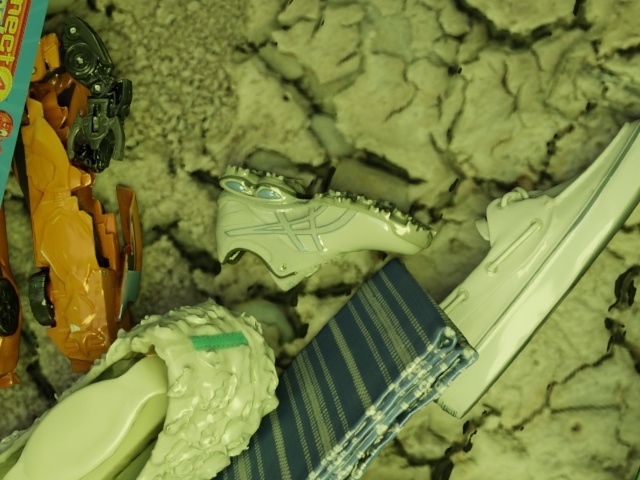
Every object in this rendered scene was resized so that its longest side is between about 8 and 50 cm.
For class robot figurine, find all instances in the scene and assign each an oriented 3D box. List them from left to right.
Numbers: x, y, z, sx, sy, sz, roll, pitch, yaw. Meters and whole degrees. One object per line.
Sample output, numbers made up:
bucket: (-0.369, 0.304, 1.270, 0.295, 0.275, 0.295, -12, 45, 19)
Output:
robot figurine: (-0.235, -0.033, 1.084, 0.211, 0.085, 0.291, -9, 81, 12)

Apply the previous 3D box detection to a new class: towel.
towel: (-0.033, 0.164, 0.940, 0.040, 0.243, 0.336, 41, 94, -12)

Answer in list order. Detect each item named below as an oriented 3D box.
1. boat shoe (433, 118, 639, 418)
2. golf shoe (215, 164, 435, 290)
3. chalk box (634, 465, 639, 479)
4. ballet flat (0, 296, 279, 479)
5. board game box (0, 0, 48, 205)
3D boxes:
boat shoe: (0.147, 0.005, 0.978, 0.084, 0.095, 0.258, 39, 92, 12)
golf shoe: (0.000, 0.000, 1.034, 0.176, 0.069, 0.086, 13, 91, 26)
chalk box: (0.266, 0.216, 0.850, 0.180, 0.179, 0.289, 18, 112, 16)
ballet flat: (-0.204, 0.186, 0.987, 0.409, 0.147, 0.147, -46, 74, 16)
board game box: (-0.354, -0.151, 1.033, 0.308, 0.086, 0.302, 22, 103, 29)
